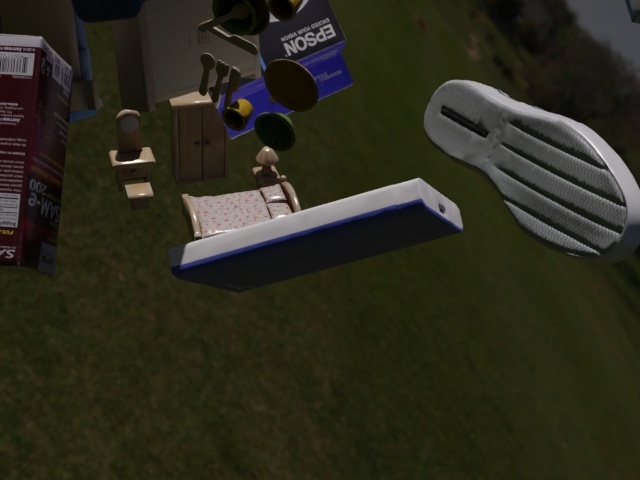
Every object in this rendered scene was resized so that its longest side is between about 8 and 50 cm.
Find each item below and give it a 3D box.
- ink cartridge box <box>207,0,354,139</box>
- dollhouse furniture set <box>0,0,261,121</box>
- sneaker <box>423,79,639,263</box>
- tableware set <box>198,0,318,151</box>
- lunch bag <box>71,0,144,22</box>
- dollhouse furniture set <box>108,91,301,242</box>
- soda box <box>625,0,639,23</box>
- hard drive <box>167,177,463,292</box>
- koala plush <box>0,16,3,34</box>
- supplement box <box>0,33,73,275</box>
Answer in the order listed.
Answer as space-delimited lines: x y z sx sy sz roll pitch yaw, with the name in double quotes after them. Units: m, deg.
-0.074 -0.272 1.577 0.208 0.206 0.045 65 -19 -5 "ink cartridge box"
-0.259 -0.307 1.421 0.198 0.303 0.286 -27 121 -48 "dollhouse furniture set"
0.185 -0.062 0.927 0.091 0.094 0.258 11 24 -33 "sneaker"
-0.047 -0.136 0.887 0.104 0.154 0.024 29 50 7 "tableware set"
-0.197 -0.252 1.079 0.065 0.067 0.098 -84 169 -55 "lunch bag"
-0.196 -0.104 2.031 0.355 0.303 0.174 -117 -155 -51 "dollhouse furniture set"
0.427 -0.275 1.312 0.183 0.058 0.063 2 66 -32 "soda box"
0.000 0.000 1.438 0.210 0.318 0.040 22 55 -69 "hard drive"
-0.526 -0.286 1.811 0.203 0.221 0.196 34 52 -21 "koala plush"
-0.323 -0.087 1.235 0.130 0.073 0.239 64 30 -83 "supplement box"
